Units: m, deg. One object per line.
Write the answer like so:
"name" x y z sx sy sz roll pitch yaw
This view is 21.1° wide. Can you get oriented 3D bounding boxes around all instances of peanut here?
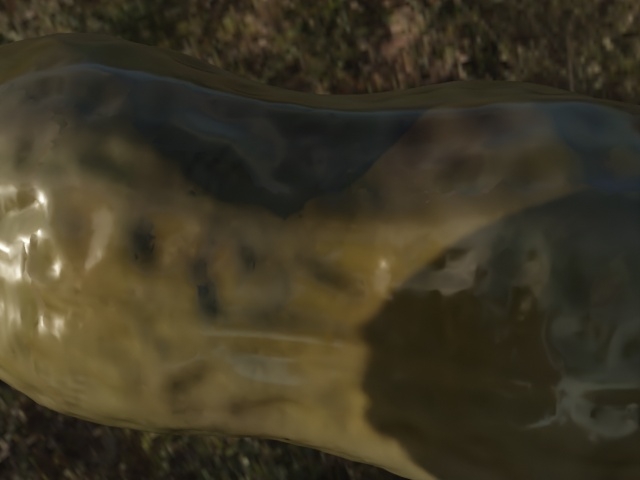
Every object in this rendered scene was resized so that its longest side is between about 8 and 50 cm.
"peanut" 0.000 0.000 0.466 0.274 0.111 0.125 12 26 14
